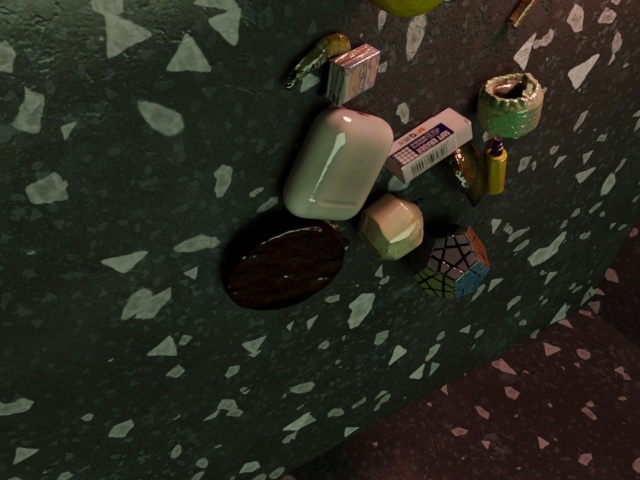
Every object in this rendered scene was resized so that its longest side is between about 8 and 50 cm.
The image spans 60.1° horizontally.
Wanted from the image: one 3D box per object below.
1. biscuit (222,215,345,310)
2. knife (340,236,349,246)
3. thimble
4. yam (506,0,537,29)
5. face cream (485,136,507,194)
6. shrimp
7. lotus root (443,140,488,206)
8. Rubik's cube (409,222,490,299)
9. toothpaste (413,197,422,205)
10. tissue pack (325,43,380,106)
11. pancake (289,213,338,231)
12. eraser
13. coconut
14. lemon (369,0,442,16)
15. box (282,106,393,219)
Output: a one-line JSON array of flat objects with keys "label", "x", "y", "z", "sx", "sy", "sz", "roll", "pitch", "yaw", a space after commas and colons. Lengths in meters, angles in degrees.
[{"label": "biscuit", "x": -0.120, "y": 0.075, "z": 1.795, "sx": 0.407, "sy": 0.091, "sz": 0.407, "roll": -17, "pitch": 143, "yaw": -13}, {"label": "knife", "x": 0.000, "y": 0.000, "z": 1.865, "sx": 0.245, "sy": 0.019, "sz": 0.072, "roll": 15, "pitch": 121, "yaw": -41}, {"label": "thimble", "x": 0.638, "y": -0.458, "z": 1.855, "sx": 0.219, "sy": 0.219, "sz": 0.150, "roll": -27, "pitch": 139, "yaw": -17}, {"label": "yam", "x": 0.673, "y": -0.779, "z": 1.708, "sx": 0.046, "sy": 0.046, "sz": 0.264, "roll": 14, "pitch": 118, "yaw": -46}, {"label": "face cream", "x": 0.680, "y": -0.297, "z": 2.145, "sx": 0.078, "sy": 0.078, "sz": 0.273, "roll": -31, "pitch": 141, "yaw": -13}, {"label": "shrimp", "x": -0.001, "y": -0.447, "z": 1.462, "sx": 0.217, "sy": 0.051, "sz": 0.150, "roll": -41, "pitch": 149, "yaw": -7}, {"label": "lotus root", "x": 0.541, "y": -0.256, "z": 2.004, "sx": 0.142, "sy": 0.210, "sz": 0.314, "roll": -36, "pitch": 156, "yaw": 12}, {"label": "Rubik's cube", "x": 0.512, "y": 0.079, "z": 2.213, "sx": 0.319, "sy": 0.264, "sz": 0.319, "roll": -23, "pitch": 138, "yaw": -22}, {"label": "toothpaste", "x": 0.353, "y": -0.134, "z": 2.081, "sx": 0.083, "sy": 0.015, "sz": 0.024, "roll": -33, "pitch": 149, "yaw": -18}, {"label": "tissue pack", "x": 0.086, "y": -0.446, "z": 1.487, "sx": 0.155, "sy": 0.065, "sz": 0.115, "roll": -38, "pitch": 154, "yaw": -35}, {"label": "pancake", "x": -0.039, "y": -0.033, "z": 1.838, "sx": 0.212, "sy": 0.029, "sz": 0.235, "roll": -38, "pitch": 140, "yaw": -3}, {"label": "eraser", "x": 0.349, "y": -0.313, "z": 1.817, "sx": 0.287, "sy": 0.130, "sz": 0.086, "roll": -33, "pitch": 137, "yaw": -9}, {"label": "coconut", "x": 0.250, "y": -0.053, "z": 1.918, "sx": 0.241, "sy": 0.241, "sz": 0.241, "roll": -23, "pitch": 138, "yaw": -22}, {"label": "lemon", "x": 0.193, "y": -0.650, "z": 1.286, "sx": 0.288, "sy": 0.233, "sz": 0.233, "roll": 23, "pitch": 110, "yaw": -40}, {"label": "box", "x": 0.052, "y": -0.219, "z": 1.648, "sx": 0.289, "sy": 0.141, "sz": 0.349, "roll": 1, "pitch": 125, "yaw": -42}]
